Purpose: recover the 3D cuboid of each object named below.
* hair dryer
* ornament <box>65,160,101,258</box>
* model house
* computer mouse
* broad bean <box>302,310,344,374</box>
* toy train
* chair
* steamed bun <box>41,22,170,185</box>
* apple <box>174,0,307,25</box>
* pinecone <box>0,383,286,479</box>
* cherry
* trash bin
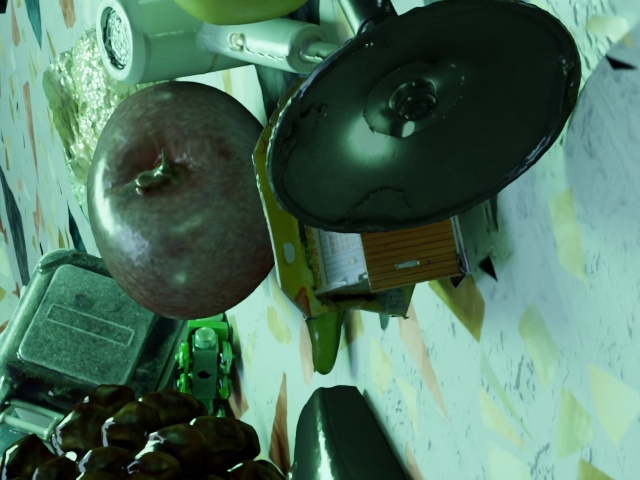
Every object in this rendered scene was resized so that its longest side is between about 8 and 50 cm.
[{"bbox_3d":[-0.077,-0.205,1.478,0.357,0.173,0.108,19,120,54],"label":"hair dryer"},{"bbox_3d":[-0.324,-0.020,2.293,0.130,0.120,0.285,8,107,49],"label":"ornament"},{"bbox_3d":[0.063,-0.054,1.189,0.136,0.207,0.219,-16,79,38],"label":"model house"},{"bbox_3d":[0.030,0.283,1.455,0.269,0.100,0.170,-120,30,-45],"label":"computer mouse"},{"bbox_3d":[-0.001,0.000,1.492,0.060,0.043,0.298,29,126,54],"label":"broad bean"},{"bbox_3d":[-0.166,0.196,2.015,0.119,0.085,0.251,-98,15,-50],"label":"toy train"},{"bbox_3d":[0.007,-0.222,1.082,0.226,0.226,0.401,104,150,-49],"label":"chair"},{"bbox_3d":[-0.295,-0.181,2.061,0.200,0.170,0.226,142,115,-63],"label":"steamed bun"},{"bbox_3d":[-0.075,-0.290,1.361,0.200,0.200,0.200,171,90,-71],"label":"apple"},{"bbox_3d":[-0.220,0.357,1.811,0.397,0.397,0.398,171,90,-71],"label":"pinecone"},{"bbox_3d":[-0.146,-0.037,1.635,0.307,0.221,0.261,97,167,-72],"label":"cherry"},{"bbox_3d":[-0.337,0.222,2.168,0.368,0.255,0.296,100,-171,-61],"label":"trash bin"}]
